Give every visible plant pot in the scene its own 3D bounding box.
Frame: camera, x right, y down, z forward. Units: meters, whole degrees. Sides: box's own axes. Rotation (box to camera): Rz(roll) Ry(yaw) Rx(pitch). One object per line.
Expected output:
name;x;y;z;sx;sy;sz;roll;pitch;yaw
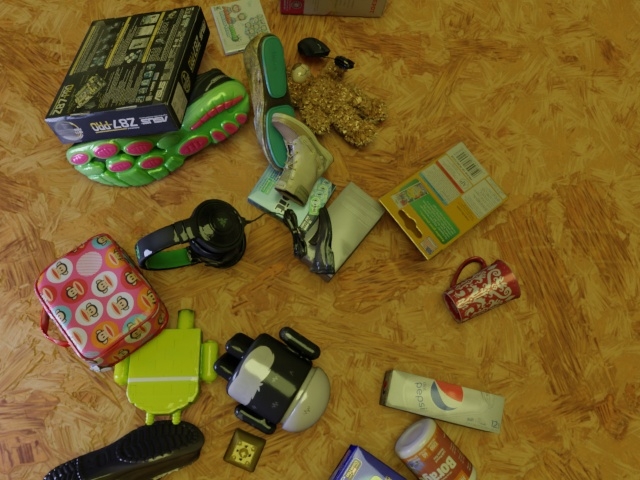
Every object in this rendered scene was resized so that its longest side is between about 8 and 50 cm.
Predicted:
plant pot;-0.179;0.497;1.385;0.081;0.083;0.081;23;75;0

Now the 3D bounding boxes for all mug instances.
mug;0.407;0.130;1.535;0.169;0.150;0.113;-27;116;-7

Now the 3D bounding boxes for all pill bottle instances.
pill bottle;0.288;0.538;1.391;0.121;0.121;0.216;-42;92;-13

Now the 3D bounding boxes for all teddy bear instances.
teddy bear;0.027;-0.389;1.613;0.338;0.113;0.245;43;74;6

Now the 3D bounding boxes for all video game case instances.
video game case;-0.225;-0.618;1.694;0.143;0.019;0.157;-16;78;-9

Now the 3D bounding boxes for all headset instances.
headset;-0.238;0.013;1.419;0.393;0.243;0.185;-18;78;-10

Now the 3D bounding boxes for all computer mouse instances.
computer mouse;0.015;-0.516;1.612;0.071;0.041;0.242;-18;38;-33

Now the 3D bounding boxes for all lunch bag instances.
lunch bag;-0.533;0.153;1.395;0.258;0.120;0.293;-37;66;-14

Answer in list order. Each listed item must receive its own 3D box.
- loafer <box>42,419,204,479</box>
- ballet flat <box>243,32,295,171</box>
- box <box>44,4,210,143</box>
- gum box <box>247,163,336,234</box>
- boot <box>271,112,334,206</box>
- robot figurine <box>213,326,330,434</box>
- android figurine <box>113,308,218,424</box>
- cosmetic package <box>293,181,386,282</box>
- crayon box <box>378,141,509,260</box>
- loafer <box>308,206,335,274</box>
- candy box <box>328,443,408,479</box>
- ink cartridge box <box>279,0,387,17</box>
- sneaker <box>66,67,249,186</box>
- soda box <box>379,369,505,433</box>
loafer;-0.439;0.529;1.350;0.365;0.134;0.130;-17;115;-11
ballet flat;-0.135;-0.356;1.539;0.123;0.123;0.349;-9;104;-7
box;-0.469;-0.423;1.474;0.318;0.097;0.395;-3;53;10
gum box;-0.076;-0.125;1.572;0.184;0.041;0.157;31;75;2
boot;-0.073;-0.203;1.491;0.213;0.077;0.165;41;73;-36
robot figurine;-0.110;0.329;1.392;0.278;0.209;0.174;31;46;4
android figurine;-0.371;0.302;1.418;0.248;0.056;0.273;-2;68;-4
cosmetic package;0.049;-0.020;1.528;0.127;0.107;0.238;41;79;5
crayon box;0.313;-0.096;1.549;0.322;0.083;0.203;-34;81;-25
loafer;0.000;0.000;1.437;0.061;0.062;0.170;-4;74;2
candy box;0.136;0.673;1.350;0.317;0.122;0.268;35;75;5
ink cartridge box;0.039;-0.742;1.643;0.306;0.226;0.131;-1;77;-7
sneaker;-0.421;-0.300;1.542;0.482;0.185;0.202;-25;53;-9
soda box;0.296;0.395;1.447;0.286;0.098;0.091;14;75;-1
